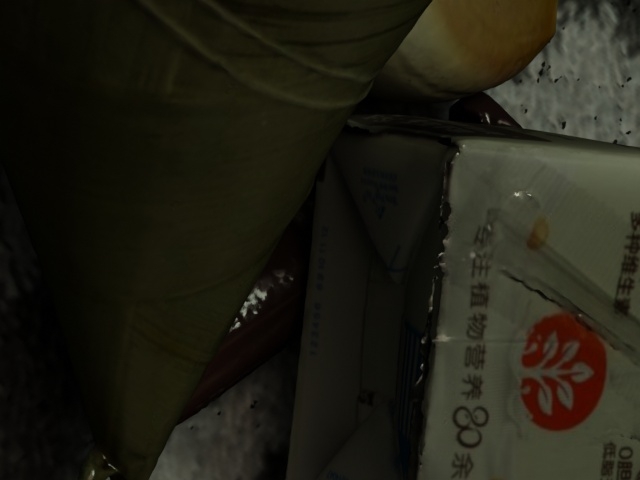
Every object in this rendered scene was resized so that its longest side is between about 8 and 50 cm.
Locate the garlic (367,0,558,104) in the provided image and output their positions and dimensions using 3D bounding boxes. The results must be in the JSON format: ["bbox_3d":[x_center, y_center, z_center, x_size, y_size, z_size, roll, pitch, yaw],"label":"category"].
[{"bbox_3d":[0.032,-0.165,0.932,0.164,0.245,0.145,-34,47,-11],"label":"garlic"}]

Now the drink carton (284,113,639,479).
[{"bbox_3d":[0.150,0.051,0.922,0.324,0.132,0.194,3,98,-28],"label":"drink carton"}]

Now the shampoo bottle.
[{"bbox_3d":[0.001,0.000,0.950,0.236,0.067,0.068,-38,83,-26],"label":"shampoo bottle"}]

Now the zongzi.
[{"bbox_3d":[-0.152,-0.163,0.827,0.447,0.418,0.181,35,24,17],"label":"zongzi"}]
